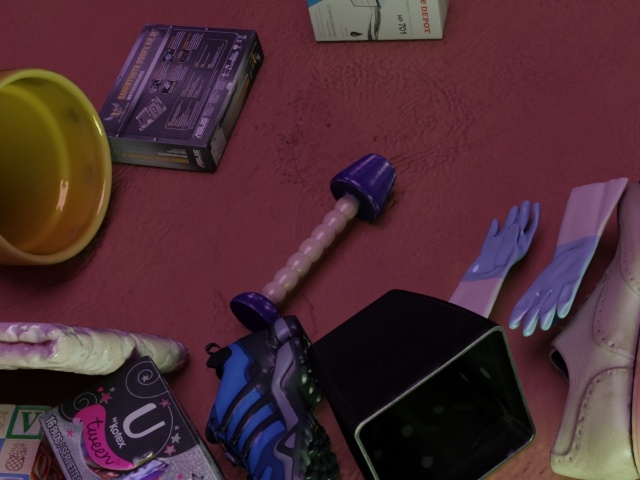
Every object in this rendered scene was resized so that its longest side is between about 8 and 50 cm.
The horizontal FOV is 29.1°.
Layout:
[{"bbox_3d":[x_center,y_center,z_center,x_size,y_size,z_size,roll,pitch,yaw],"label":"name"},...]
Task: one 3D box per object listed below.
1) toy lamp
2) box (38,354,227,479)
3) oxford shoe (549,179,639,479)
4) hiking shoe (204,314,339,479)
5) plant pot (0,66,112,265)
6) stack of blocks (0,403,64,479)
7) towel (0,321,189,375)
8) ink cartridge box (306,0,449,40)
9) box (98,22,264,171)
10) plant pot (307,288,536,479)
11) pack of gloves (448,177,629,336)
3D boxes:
[{"bbox_3d":[0.000,0.000,1.532,0.080,0.080,0.275,24,63,28],"label":"toy lamp"},{"bbox_3d":[-0.168,0.275,1.298,0.142,0.163,0.247,-30,52,-9],"label":"box"},{"bbox_3d":[0.322,0.083,1.356,0.146,0.140,0.397,-8,44,25],"label":"oxford shoe"},{"bbox_3d":[-0.059,0.227,1.362,0.132,0.113,0.304,-19,42,13],"label":"hiking shoe"},{"bbox_3d":[-0.445,-0.090,1.615,0.239,0.254,0.254,-3,50,32],"label":"plant pot"},{"bbox_3d":[-0.438,0.240,1.395,0.297,0.087,0.171,0,52,13],"label":"stack of blocks"},{"bbox_3d":[-0.351,0.121,1.379,0.316,0.332,0.053,0,84,16],"label":"towel"},{"bbox_3d":[0.079,-0.361,1.754,0.190,0.140,0.082,2,52,15],"label":"ink cartridge box"},{"bbox_3d":[-0.202,-0.207,1.754,0.183,0.056,0.231,6,54,18],"label":"box"},{"bbox_3d":[0.092,0.163,1.324,0.187,0.188,0.167,-34,41,-14],"label":"plant pot"},{"bbox_3d":[0.248,0.036,1.433,0.195,0.046,0.232,-12,37,49],"label":"pack of gloves"}]
